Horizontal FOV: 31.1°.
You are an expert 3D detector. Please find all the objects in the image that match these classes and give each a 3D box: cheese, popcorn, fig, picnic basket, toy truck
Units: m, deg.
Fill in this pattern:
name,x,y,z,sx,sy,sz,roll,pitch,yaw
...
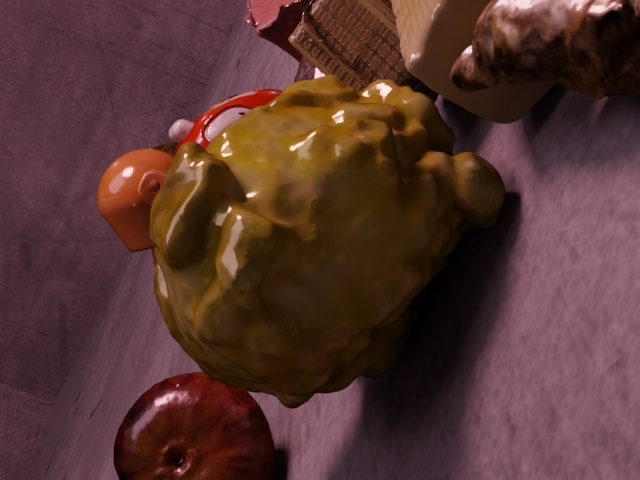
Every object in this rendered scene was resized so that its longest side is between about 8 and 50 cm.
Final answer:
name,x,y,z,sx,sy,sz,roll,pitch,yaw
cheese,0.151,-0.249,0.854,0.266,0.123,0.243,-91,24,-58
popcorn,0.000,0.000,0.858,0.250,0.235,0.241,-31,15,-15
fig,-0.124,0.197,1.095,0.148,0.149,0.202,-50,20,-10
picnic basket,0.060,-0.175,0.986,0.079,0.115,0.164,-51,-8,26
toy truck,-0.140,-0.087,1.448,0.265,0.239,0.189,-68,14,-9

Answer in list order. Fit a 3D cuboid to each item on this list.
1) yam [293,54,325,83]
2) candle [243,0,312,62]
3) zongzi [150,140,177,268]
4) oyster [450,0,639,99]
name,x,y,z,sx,sy,sz,roll,pitch,yaw
yam,0.013,-0.090,1.130,0.131,0.131,0.280,144,144,-65
candle,0.031,-0.338,1.328,0.317,0.131,0.287,15,75,56
zongzi,-0.214,-0.034,1.946,0.274,0.145,0.300,173,102,-68
oyster,0.203,-0.190,0.605,0.396,0.111,0.204,-55,21,29
